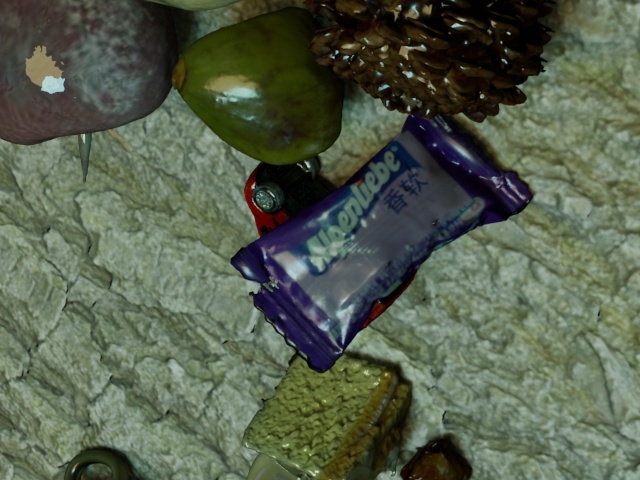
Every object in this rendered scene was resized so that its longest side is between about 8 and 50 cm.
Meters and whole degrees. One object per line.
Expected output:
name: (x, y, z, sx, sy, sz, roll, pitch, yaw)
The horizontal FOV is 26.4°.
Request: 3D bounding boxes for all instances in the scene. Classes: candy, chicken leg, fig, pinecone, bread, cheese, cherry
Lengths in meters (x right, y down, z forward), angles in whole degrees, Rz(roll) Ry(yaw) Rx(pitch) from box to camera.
candy: (0.056, -0.009, 1.303, 0.275, 0.070, 0.145, -40, 81, -3)
chicken leg: (0.135, 0.357, 1.479, 0.093, 0.113, 0.304, -159, 61, -64)
fig: (-0.056, -0.154, 1.304, 0.144, 0.166, 0.154, 12, 90, 60)
pinecone: (0.104, -0.205, 1.175, 0.222, 0.221, 0.221, 11, 117, 23)
bread: (0.008, 0.194, 1.437, 0.147, 0.152, 0.127, 17, 111, 23)
cheese: (-0.063, 0.321, 1.595, 0.097, 0.037, 0.192, 38, 125, 9)
cherry: (-0.256, -0.195, 1.355, 0.236, 0.213, 0.285, -1, 102, 17)

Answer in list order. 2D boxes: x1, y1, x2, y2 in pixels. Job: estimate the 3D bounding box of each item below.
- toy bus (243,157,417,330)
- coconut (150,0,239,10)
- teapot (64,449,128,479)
toy bus: (0.000, 0.000, 1.391, 0.195, 0.081, 0.089, 43, 135, 3)
coconut: (-0.124, -0.320, 1.238, 0.224, 0.224, 0.224, 11, 117, 23)
teapot: (-0.291, 0.390, 1.666, 0.175, 0.186, 0.267, -7, 71, 31)
